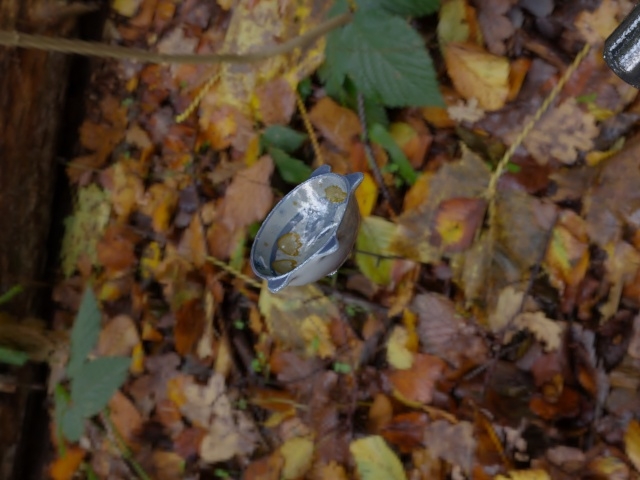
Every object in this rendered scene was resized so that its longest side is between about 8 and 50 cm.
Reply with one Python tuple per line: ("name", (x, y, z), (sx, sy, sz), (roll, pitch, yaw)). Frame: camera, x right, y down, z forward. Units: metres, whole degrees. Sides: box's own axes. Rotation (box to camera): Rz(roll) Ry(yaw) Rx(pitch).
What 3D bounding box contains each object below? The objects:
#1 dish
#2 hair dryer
("dish", (0.000, 0.000, 1.554), (0.228, 0.086, 0.236), (13, 65, 56))
("hair dryer", (0.274, -0.269, 0.969), (0.248, 0.070, 0.114), (51, 132, 17))
